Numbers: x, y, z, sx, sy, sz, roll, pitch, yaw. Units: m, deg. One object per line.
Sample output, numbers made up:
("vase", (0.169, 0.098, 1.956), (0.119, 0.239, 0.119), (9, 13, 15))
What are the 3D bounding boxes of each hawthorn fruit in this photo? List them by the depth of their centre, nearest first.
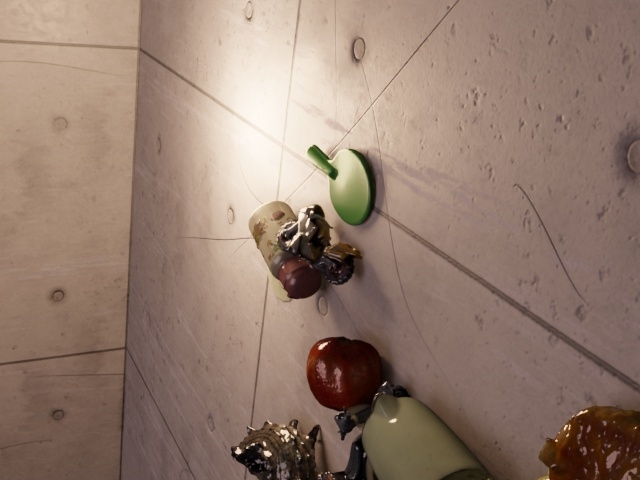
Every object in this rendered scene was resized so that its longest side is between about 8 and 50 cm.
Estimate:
("hawthorn fruit", (0.050, 0.294, 1.591), (0.157, 0.156, 0.194), (-16, 75, 61))

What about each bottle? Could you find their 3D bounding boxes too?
("bottle", (-0.076, 0.028, 1.833), (0.253, 0.120, 0.120), (59, 142, 38))

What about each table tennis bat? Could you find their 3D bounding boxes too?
("table tennis bat", (0.042, -0.137, 1.679), (0.257, 0.039, 0.161), (45, 133, 43))

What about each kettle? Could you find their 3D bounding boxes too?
("kettle", (0.186, 0.415, 1.359), (0.240, 0.165, 0.255), (65, 170, -27))

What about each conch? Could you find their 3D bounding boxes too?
("conch", (-0.091, 0.562, 1.902), (0.312, 0.186, 0.241), (12, 112, 41))

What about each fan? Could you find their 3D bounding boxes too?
("fan", (-0.070, 0.079, 1.940), (0.329, 0.009, 0.191), (28, 118, 58))

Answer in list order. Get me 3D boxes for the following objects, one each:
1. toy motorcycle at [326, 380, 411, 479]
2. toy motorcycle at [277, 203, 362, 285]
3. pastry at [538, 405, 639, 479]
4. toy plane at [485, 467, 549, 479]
("toy motorcycle", (0.095, 0.397, 1.523), (0.091, 0.157, 0.263), (37, 127, 53))
("toy motorcycle", (0.000, 0.000, 1.698), (0.229, 0.094, 0.130), (33, 88, 38))
("pastry", (0.395, 0.331, 1.012), (0.218, 0.100, 0.229), (-16, 74, 57))
("toy plane", (0.294, 0.421, 1.184), (0.244, 0.229, 0.092), (-49, 4, 21))
